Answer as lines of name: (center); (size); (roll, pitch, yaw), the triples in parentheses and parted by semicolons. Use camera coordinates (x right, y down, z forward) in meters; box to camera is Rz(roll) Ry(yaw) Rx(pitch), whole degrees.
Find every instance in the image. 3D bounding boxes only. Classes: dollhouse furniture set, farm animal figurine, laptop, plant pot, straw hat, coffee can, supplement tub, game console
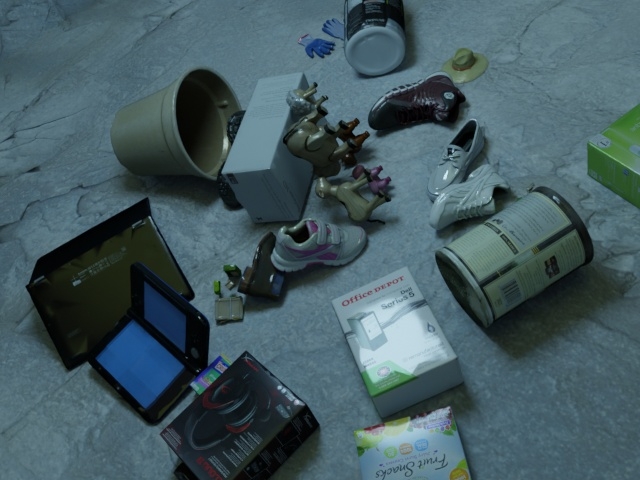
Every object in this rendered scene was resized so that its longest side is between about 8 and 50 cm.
dollhouse furniture set: (-0.232, 0.142, 1.877); (0.076, 0.058, 0.152); (-6, 69, 6)
farm animal figurine: (0.024, -0.211, 1.919); (0.172, 0.326, 0.330); (-36, 38, 23)
laptop: (-0.591, 0.100, 2.050); (0.382, 0.236, 0.408); (-31, 77, -5)
plant pot: (-0.441, -0.323, 2.168); (0.305, 0.334, 0.334); (-6, 50, 30)
straw hat: (0.424, -0.538, 2.167); (0.144, 0.061, 0.144); (-10, 50, 12)
coffee can: (0.421, 0.035, 1.600); (0.275, 0.201, 0.201); (-31, 48, -6)
supplement tub: (0.170, -0.688, 2.298); (0.193, 0.194, 0.316); (-9, 49, 14)
game console: (-0.423, 0.241, 1.755); (0.293, 0.250, 0.173); (33, 42, 29)

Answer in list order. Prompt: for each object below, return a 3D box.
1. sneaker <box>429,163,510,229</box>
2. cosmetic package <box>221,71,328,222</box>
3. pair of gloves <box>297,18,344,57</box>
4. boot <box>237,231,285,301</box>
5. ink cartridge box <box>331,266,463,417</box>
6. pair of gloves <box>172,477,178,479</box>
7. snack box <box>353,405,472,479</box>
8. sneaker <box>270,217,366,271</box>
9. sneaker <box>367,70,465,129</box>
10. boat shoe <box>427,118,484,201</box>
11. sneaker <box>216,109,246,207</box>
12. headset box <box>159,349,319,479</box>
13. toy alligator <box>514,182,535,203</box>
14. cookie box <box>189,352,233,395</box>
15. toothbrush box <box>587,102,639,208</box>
sneaker: (0.375, -0.094, 1.804); (0.232, 0.090, 0.115); (-37, 53, -10)
cosmetic package: (-0.118, -0.260, 2.034); (0.156, 0.217, 0.385); (-5, 52, 23)
pair of gloves: (0.025, -0.692, 2.470); (0.198, 0.023, 0.159); (-37, 49, -10)
boot: (-0.129, 0.071, 1.882); (0.106, 0.082, 0.219); (21, 47, 3)
ink cartridge box: (0.163, 0.218, 1.603); (0.198, 0.115, 0.273); (-25, 48, 0)
pair of gloves: (-0.319, 0.635, 1.491); (0.204, 0.042, 0.240); (24, 62, 38)
snack box: (0.184, 0.442, 1.442); (0.207, 0.070, 0.174); (-17, 48, 8)
sneaker: (0.000, 0.000, 1.827); (0.252, 0.111, 0.103); (-13, 46, -16)
sneaker: (0.283, -0.368, 2.053); (0.281, 0.106, 0.162); (-30, 51, -6)
boat shoe: (0.348, -0.215, 1.913); (0.095, 0.084, 0.258); (14, 58, 29)
sneaker: (-0.220, -0.228, 2.125); (0.109, 0.130, 0.286); (6, 77, 20)
headset box: (-0.185, 0.419, 1.571); (0.293, 0.110, 0.218); (-43, 51, -16)
toy alligator: (0.478, -0.062, 1.764); (0.051, 0.056, 0.190); (46, 71, -3)
cookie box: (-0.237, 0.333, 1.709); (0.107, 0.040, 0.092); (-43, 50, -17)
toothbrush box: (0.798, -0.179, 1.692); (0.206, 0.122, 0.283); (-35, 50, -9)
